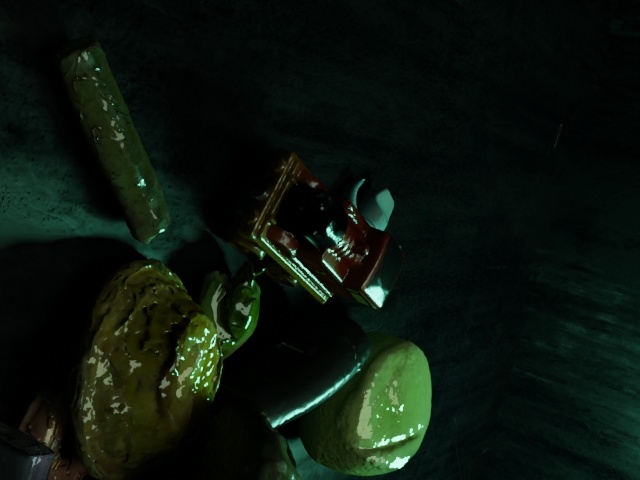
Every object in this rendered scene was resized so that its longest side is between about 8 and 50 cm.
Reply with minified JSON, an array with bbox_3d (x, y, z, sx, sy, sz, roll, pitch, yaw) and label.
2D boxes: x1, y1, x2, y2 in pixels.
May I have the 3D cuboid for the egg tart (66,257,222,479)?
[{"bbox_3d":[-0.232,0.194,1.239,0.341,0.129,0.341,10,90,-74],"label":"egg tart"}]

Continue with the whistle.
[{"bbox_3d":[0.074,-0.013,1.758,0.274,0.093,0.186,-51,119,-39],"label":"whistle"}]

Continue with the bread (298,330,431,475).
[{"bbox_3d":[0.090,0.348,1.863,0.320,0.237,0.320,-4,95,-59],"label":"bread"}]

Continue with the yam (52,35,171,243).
[{"bbox_3d":[-0.263,-0.120,1.124,0.071,0.067,0.317,-39,138,-24],"label":"yam"}]

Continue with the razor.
[{"bbox_3d":[-0.061,0.234,1.566,0.327,0.189,0.107,-30,131,-47],"label":"razor"}]

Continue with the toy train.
[{"bbox_3d":[0.000,0.000,1.485,0.163,0.231,0.369,-65,150,-14],"label":"toy train"}]

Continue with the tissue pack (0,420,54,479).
[{"bbox_3d":[-0.403,0.317,1.087,0.051,0.112,0.156,9,99,-63],"label":"tissue pack"}]

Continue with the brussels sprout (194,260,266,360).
[{"bbox_3d":[-0.150,0.121,1.444,0.139,0.100,0.181,-6,107,-74],"label":"brussels sprout"}]

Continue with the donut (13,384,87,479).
[{"bbox_3d":[-0.366,0.284,1.183,0.117,0.065,0.166,-51,144,-35],"label":"donut"}]

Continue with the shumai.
[{"bbox_3d":[-0.065,0.443,1.279,0.323,0.397,0.324,27,68,-18],"label":"shumai"}]
